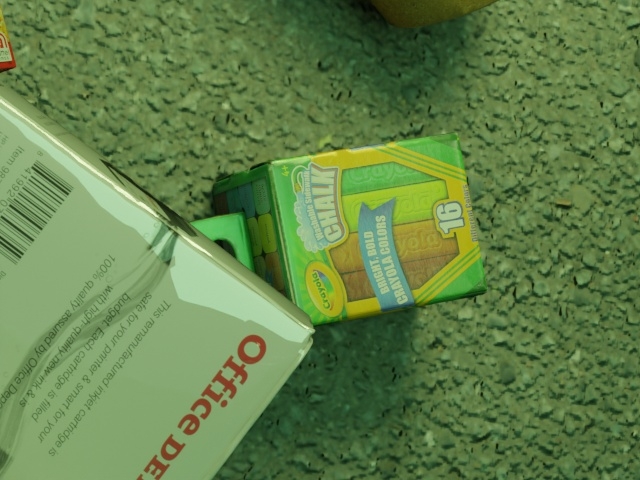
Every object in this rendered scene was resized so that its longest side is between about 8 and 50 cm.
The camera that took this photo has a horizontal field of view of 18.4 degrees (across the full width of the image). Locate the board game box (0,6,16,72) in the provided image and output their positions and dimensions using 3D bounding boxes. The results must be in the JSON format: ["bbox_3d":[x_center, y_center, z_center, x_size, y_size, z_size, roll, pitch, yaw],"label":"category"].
[{"bbox_3d":[-0.310,-0.209,1.444,0.147,0.045,0.193,-17,92,-56],"label":"board game box"}]

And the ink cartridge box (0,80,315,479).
[{"bbox_3d":[-0.189,0.056,1.396,0.307,0.129,0.223,37,93,-3],"label":"ink cartridge box"}]

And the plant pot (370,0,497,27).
[{"bbox_3d":[0.070,-0.309,1.571,0.237,0.237,0.254,-30,111,-22],"label":"plant pot"}]

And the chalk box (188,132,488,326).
[{"bbox_3d":[0.000,0.000,1.542,0.213,0.132,0.132,-11,89,-24],"label":"chalk box"}]
